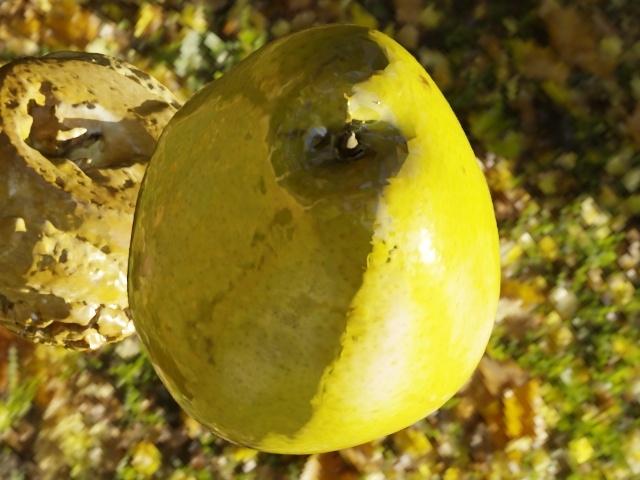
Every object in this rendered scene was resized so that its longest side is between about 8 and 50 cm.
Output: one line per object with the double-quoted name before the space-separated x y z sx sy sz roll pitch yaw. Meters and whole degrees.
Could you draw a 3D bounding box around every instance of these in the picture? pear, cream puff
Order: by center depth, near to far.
"pear" -0.012 -0.003 1.156 0.285 0.336 0.285 -8 47 9
"cream puff" -0.267 -0.036 1.729 0.327 0.231 0.343 12 39 -20

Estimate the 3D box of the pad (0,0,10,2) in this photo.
"pad" -0.443 -0.369 2.139 0.170 0.245 0.006 -10 69 -15
